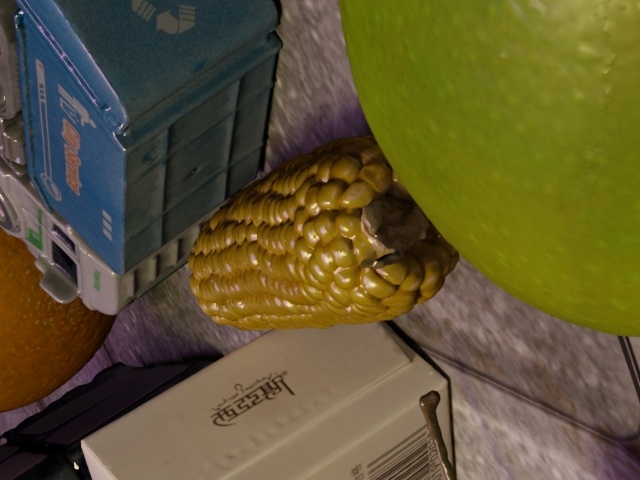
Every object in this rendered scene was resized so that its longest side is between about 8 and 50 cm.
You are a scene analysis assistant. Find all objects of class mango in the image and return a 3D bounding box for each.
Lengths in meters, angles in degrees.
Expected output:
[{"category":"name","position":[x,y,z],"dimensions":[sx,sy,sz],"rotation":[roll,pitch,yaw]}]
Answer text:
[{"category":"mango","position":[0.093,-0.106,0.494],"dimensions":[0.192,0.156,0.343],"rotation":[37,149,24]}]

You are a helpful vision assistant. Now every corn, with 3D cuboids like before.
[{"category":"corn","position":[0.000,0.000,0.954],"dimensions":[0.101,0.101,0.310],"rotation":[60,163,-5]}]

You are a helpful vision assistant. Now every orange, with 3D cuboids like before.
[{"category":"orange","position":[-0.290,0.015,1.423],"dimensions":[0.274,0.274,0.274],"rotation":[48,158,27]}]

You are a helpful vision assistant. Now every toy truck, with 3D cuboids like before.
[{"category":"toy truck","position":[-0.135,-0.090,1.070],"dimensions":[0.175,0.146,0.367],"rotation":[47,158,16]}]

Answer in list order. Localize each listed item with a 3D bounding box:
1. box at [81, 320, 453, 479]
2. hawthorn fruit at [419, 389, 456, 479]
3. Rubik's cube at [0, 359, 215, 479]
[{"category":"box","position":[-0.021,0.191,1.126],"dimensions":[0.116,0.203,0.274],"rotation":[45,157,36]},{"category":"hawthorn fruit","position":[0.107,0.230,0.989],"dimensions":[0.285,0.165,0.165],"rotation":[64,162,13]},{"category":"Rubik's cube","position":[-0.181,0.310,1.517],"dimensions":[0.318,0.316,0.313],"rotation":[59,160,-6]}]
